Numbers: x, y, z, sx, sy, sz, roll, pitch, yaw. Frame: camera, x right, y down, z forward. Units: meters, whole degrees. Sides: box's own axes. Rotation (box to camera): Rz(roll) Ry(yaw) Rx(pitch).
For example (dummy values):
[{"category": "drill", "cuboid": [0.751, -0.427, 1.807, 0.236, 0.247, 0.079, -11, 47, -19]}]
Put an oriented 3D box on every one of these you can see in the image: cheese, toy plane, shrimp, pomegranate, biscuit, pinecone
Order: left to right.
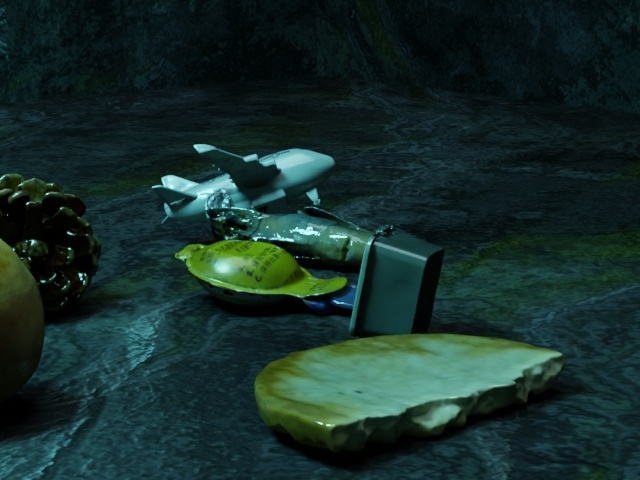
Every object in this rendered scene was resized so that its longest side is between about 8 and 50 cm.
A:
[{"category": "pomegranate", "cuboid": [-0.345, 0.074, 1.390, 0.191, 0.191, 0.191, -1, 12, 0]}, {"category": "pinecone", "cuboid": [-0.343, 0.007, 1.770, 0.179, 0.150, 0.195, 6, 14, -20]}, {"category": "toy plane", "cuboid": [-0.101, -0.066, 2.115, 0.255, 0.101, 0.251, -12, -23, -3]}, {"category": "cheese", "cuboid": [-0.050, 0.046, 1.775, 0.250, 0.064, 0.156, 13, 17, 20]}, {"category": "shrimp", "cuboid": [0.001, -0.008, 2.023, 0.289, 0.075, 0.178, 3, 4, 22]}, {"category": "biscuit", "cuboid": [0.060, 0.132, 1.395, 0.309, 0.040, 0.204, -11, 16, -42]}]

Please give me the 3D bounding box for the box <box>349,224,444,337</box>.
[{"category": "box", "cuboid": [0.083, 0.050, 1.618, 0.069, 0.122, 0.084, 15, 18, 18]}]
